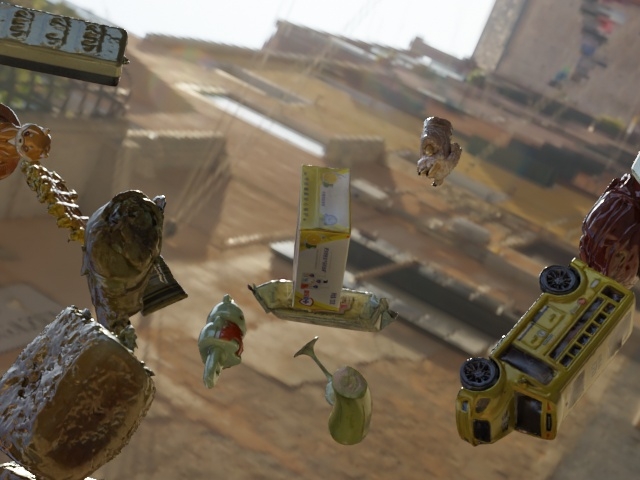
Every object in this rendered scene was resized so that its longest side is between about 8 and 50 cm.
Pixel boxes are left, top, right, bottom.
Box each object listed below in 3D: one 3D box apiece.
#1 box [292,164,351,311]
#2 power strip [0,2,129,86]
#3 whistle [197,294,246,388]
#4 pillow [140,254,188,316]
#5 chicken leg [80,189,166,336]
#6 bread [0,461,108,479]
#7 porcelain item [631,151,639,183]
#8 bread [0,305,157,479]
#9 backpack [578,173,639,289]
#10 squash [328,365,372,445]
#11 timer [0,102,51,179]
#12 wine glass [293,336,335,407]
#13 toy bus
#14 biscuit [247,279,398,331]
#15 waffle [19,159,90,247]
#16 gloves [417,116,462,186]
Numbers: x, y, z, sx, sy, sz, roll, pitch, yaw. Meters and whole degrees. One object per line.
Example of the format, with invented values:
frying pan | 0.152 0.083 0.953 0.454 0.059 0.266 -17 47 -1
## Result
box | 0.000 0.000 2.136 0.265 0.097 0.168 96 175 -51
power strip | -0.474 -0.356 1.992 0.070 0.256 0.105 115 163 -52
whistle | -0.214 0.217 2.368 0.105 0.102 0.253 -25 29 28
pillow | -0.383 0.068 2.362 0.113 0.203 0.038 -23 -27 -25
chicken leg | -0.389 0.117 2.106 0.201 0.152 0.430 -74 -10 -81
bread | -0.500 0.543 1.972 0.225 0.278 0.250 40 -113 -84
porcelain item | 0.548 -0.120 1.355 0.281 0.157 0.286 -53 16 18
bread | -0.337 0.225 1.544 0.246 0.195 0.176 -52 -51 -14
backpack | 0.564 -0.004 2.038 0.229 0.138 0.229 -28 -49 -38
squash | 0.056 0.319 2.064 0.083 0.083 0.250 -53 -18 -26
timer | -0.459 -0.145 1.601 0.132 0.152 0.132 -13 -76 -63
wine glass | 0.025 0.321 2.525 0.079 0.195 0.079 -38 -9 -7
toy bus | 0.347 0.188 1.689 0.331 0.151 0.145 -44 -34 -26
biscuit | 0.005 0.144 2.409 0.186 0.308 0.079 55 -136 -68
waffle | -0.546 -0.069 2.323 0.051 0.232 0.229 -35 -48 -1
gloves | 0.248 -0.189 2.279 0.110 0.094 0.144 108 165 -72
